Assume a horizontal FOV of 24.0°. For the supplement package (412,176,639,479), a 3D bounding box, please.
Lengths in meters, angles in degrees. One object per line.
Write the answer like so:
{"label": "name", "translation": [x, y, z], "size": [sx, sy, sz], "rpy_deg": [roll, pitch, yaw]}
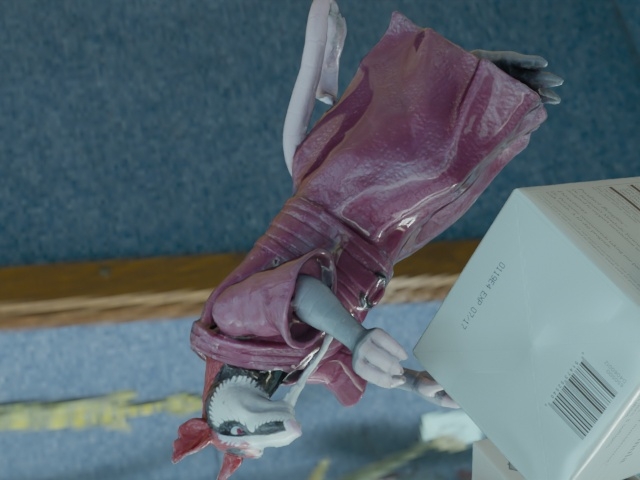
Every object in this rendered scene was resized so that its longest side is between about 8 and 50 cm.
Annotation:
{"label": "supplement package", "translation": [0.205, 0.050, 0.945], "size": [0.244, 0.134, 0.139], "rpy_deg": [-7, 136, -45]}

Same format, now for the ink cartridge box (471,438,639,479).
{"label": "ink cartridge box", "translation": [0.231, 0.311, 1.569], "size": [0.261, 0.296, 0.066], "rpy_deg": [-12, 119, -20]}

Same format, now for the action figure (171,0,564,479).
{"label": "action figure", "translation": [0.000, 0.000, 1.054], "size": [0.370, 0.276, 0.248], "rpy_deg": [-51, 162, -15]}
